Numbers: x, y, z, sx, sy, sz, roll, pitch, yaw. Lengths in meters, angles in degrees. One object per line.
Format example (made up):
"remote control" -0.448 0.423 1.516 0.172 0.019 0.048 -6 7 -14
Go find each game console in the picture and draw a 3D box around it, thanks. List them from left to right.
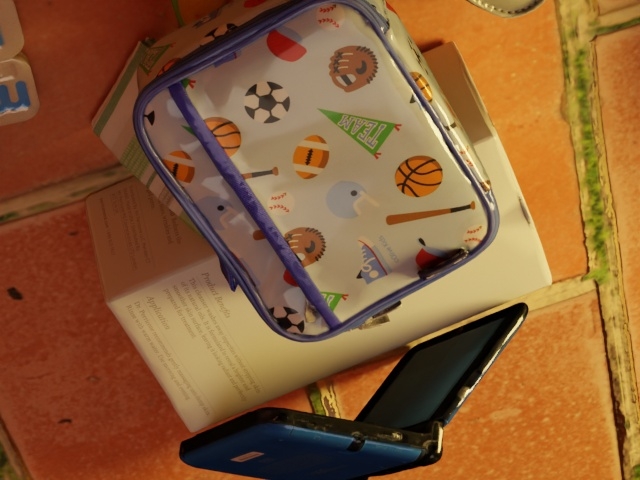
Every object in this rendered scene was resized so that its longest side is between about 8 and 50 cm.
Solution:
"game console" 0.025 0.141 1.753 0.250 0.173 0.293 12 163 -18

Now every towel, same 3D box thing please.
"towel" -0.126 -0.091 1.587 0.023 0.152 0.113 -24 154 -55

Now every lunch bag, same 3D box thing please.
"lunch bag" -0.005 -0.062 1.487 0.243 0.115 0.303 -28 118 9

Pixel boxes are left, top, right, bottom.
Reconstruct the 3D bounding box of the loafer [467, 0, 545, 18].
"loafer" 0.092 -0.276 1.497 0.112 0.111 0.319 -40 130 19

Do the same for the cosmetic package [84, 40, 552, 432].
"cosmetic package" 0.000 0.000 1.694 0.385 0.156 0.217 -23 134 2

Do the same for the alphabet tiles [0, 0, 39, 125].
"alphabet tiles" -0.390 -0.134 1.539 0.284 0.021 0.278 -13 133 -6

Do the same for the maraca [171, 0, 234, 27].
"maraca" -0.050 -0.197 1.533 0.127 0.099 0.186 -31 133 11
